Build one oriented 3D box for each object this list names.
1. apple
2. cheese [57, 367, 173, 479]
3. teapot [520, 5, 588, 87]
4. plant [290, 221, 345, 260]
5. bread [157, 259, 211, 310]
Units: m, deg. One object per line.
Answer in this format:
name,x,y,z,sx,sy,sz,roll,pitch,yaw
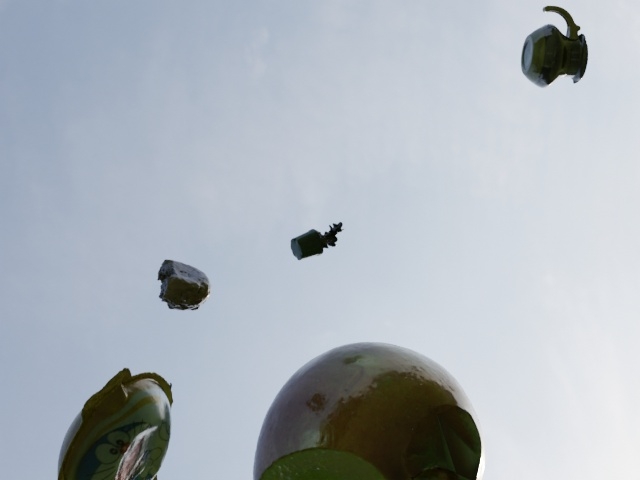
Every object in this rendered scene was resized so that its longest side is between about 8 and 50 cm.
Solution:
apple,0.088,0.360,1.393,0.374,0.374,0.384,28,-106,-36
cheese,-0.214,0.244,0.914,0.177,0.069,0.270,-45,-31,-42
teapot,0.483,-0.396,1.751,0.119,0.130,0.166,2,-80,-5
plant,0.000,0.000,1.486,0.102,0.051,0.051,-21,-72,-24
bread,-0.216,0.076,1.347,0.082,0.113,0.060,18,-80,-17
